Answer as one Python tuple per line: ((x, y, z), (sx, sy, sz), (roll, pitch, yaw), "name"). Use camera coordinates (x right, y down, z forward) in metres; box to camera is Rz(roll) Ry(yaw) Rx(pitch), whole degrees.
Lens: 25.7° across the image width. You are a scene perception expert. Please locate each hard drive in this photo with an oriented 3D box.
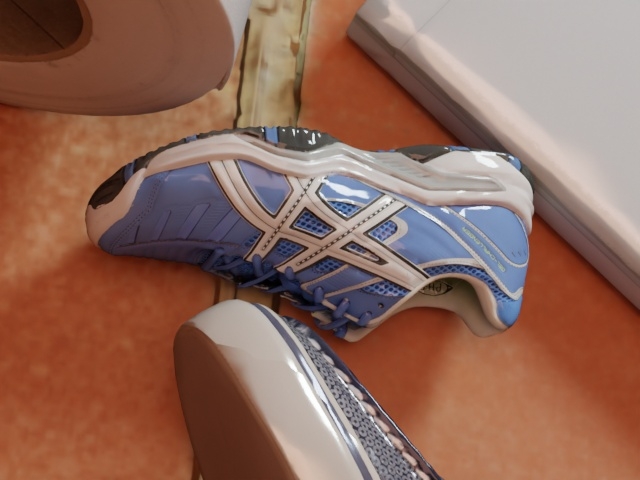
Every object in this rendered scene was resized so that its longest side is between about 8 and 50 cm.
((0.192, -0.069, 0.718), (0.307, 0.040, 0.203), (43, 71, 3), "hard drive")

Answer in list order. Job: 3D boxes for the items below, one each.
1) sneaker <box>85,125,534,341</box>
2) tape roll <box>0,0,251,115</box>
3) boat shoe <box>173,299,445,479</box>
((0.000, 0.000, 0.636), (0.211, 0.080, 0.081), (1, 71, -10), "sneaker")
((-0.131, -0.178, 0.573), (0.246, 0.246, 0.169), (17, 71, -6), "tape roll")
((0.079, 0.154, 0.597), (0.158, 0.127, 0.341), (-28, 89, -24), "boat shoe")
